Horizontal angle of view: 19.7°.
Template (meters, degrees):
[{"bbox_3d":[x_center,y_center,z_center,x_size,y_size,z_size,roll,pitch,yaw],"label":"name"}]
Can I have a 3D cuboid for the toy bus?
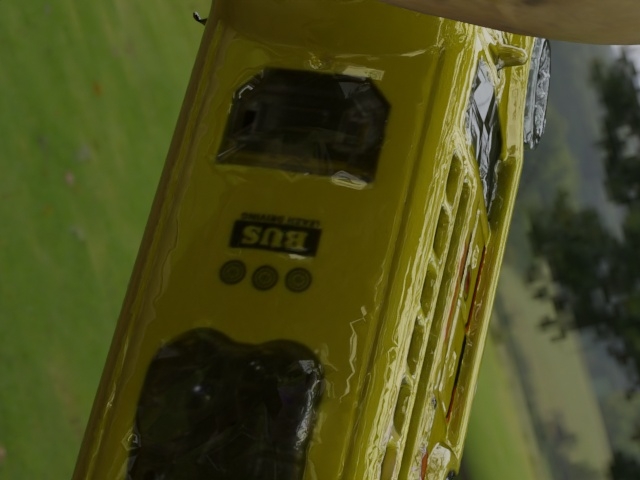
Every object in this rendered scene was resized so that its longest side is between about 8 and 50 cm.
[{"bbox_3d":[0.000,0.000,0.753,0.152,0.144,0.330,71,29,-60],"label":"toy bus"}]

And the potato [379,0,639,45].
[{"bbox_3d":[0.059,-0.117,0.412,0.128,0.234,0.161,-12,81,-75],"label":"potato"}]
